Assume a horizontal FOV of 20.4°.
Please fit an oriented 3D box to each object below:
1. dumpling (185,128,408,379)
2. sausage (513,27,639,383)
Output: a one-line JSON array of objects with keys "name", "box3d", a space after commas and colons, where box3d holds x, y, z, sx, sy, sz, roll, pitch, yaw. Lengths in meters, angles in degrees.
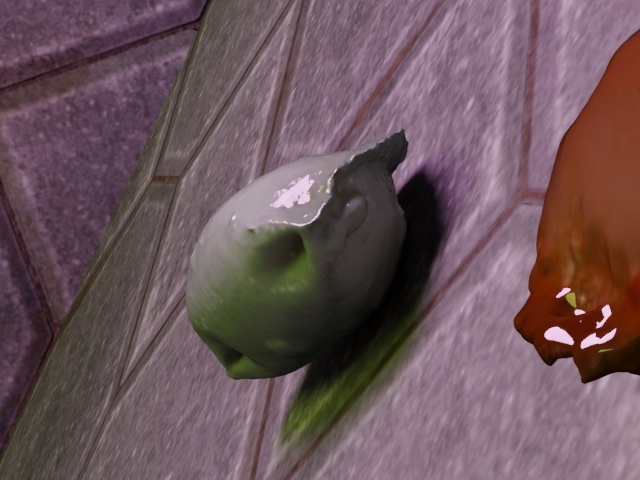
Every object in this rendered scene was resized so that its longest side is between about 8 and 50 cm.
[{"name": "dumpling", "box3d": [0.001, 0.010, 1.040, 0.105, 0.149, 0.217, 64, 149, 22]}, {"name": "sausage", "box3d": [0.172, -0.094, 0.377, 0.348, 0.094, 0.097, -49, 16, -5]}]
